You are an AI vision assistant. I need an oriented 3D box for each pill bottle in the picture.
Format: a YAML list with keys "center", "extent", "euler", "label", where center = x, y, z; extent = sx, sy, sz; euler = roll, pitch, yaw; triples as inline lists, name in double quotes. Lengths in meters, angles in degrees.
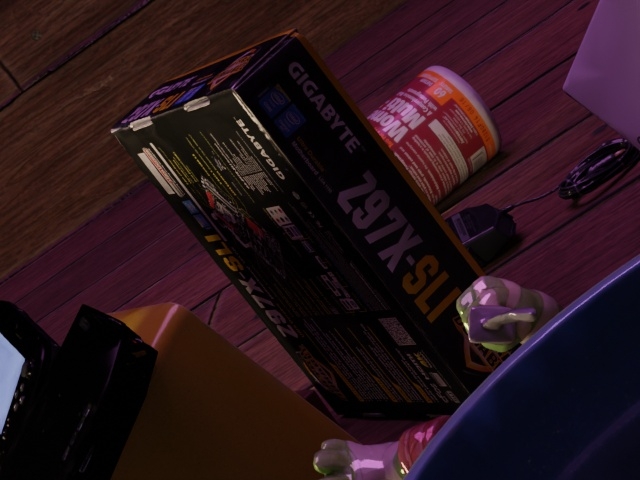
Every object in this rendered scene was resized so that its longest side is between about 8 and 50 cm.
- center: [0.076, -0.076, 1.918]
  extent: [0.221, 0.121, 0.121]
  euler: [-40, 13, -12]
  label: "pill bottle"

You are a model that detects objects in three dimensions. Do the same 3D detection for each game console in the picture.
- center: [-0.224, 0.139, 1.346]
  extent: [0.213, 0.044, 0.361]
  euler: [-64, 23, -1]
  label: "game console"

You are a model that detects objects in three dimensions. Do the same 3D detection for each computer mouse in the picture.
- center: [0.187, -0.022, 1.650]
  extent: [0.242, 0.041, 0.071]
  euler: [-28, 23, 9]
  label: "computer mouse"

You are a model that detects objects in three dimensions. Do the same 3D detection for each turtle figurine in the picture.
- center: [0.098, 0.134, 0.983]
  extent: [0.266, 0.198, 0.275]
  euler: [-32, 10, 36]
  label: "turtle figurine"

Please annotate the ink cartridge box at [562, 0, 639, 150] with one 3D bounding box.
- center: [0.343, -0.214, 1.412]
  extent: [0.289, 0.121, 0.211]
  euler: [-34, -26, -37]
  label: "ink cartridge box"

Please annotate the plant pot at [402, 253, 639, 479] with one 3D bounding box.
- center: [0.193, 0.141, 0.576]
  extent: [0.271, 0.255, 0.272]
  euler: [-35, 14, 10]
  label: "plant pot"

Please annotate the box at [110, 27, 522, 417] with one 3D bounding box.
- center: [0.000, 0.000, 1.411]
  extent: [0.079, 0.322, 0.257]
  euler: [-43, 14, -21]
  label: "box"

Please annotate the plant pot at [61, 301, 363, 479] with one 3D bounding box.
- center: [-0.120, 0.189, 1.364]
  extent: [0.187, 0.212, 0.212]
  euler: [-58, 21, -22]
  label: "plant pot"

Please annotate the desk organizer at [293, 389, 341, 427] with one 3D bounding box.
- center: [-0.041, 0.163, 1.563]
  extent: [0.050, 0.047, 0.130]
  euler: [-41, 14, -27]
  label: "desk organizer"
